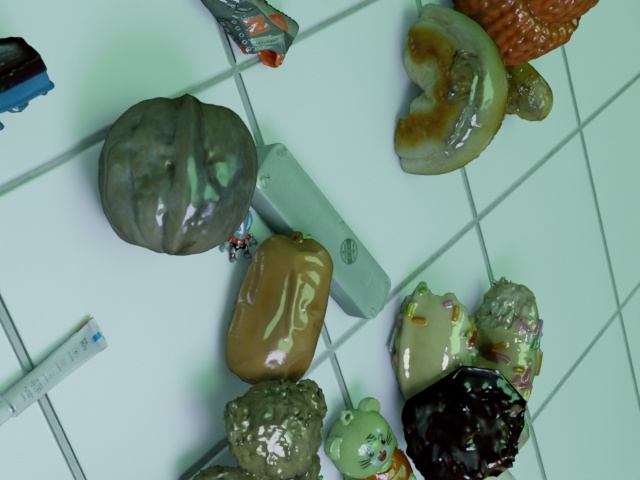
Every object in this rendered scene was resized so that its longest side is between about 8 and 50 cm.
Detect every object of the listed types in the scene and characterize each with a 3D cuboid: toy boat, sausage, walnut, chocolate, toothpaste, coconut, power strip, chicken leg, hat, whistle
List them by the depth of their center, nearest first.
[{"bbox_3d":[-0.411,-0.159,1.098,0.223,0.100,0.097,-30,148,-38],"label":"toy boat"},{"bbox_3d":[-0.343,0.168,1.216,0.190,0.031,0.048,-43,118,-42],"label":"toothpaste"},{"bbox_3d":[-0.185,-0.088,1.267,0.224,0.224,0.224,-1,92,-48],"label":"walnut"},{"bbox_3d":[-0.059,0.104,1.460,0.136,0.120,0.241,29,74,-44],"label":"sausage"},{"bbox_3d":[0.000,0.000,1.569,0.385,0.062,0.091,50,55,-35],"label":"power strip"},{"bbox_3d":[0.252,0.363,1.637,0.206,0.224,0.177,47,21,-21],"label":"chocolate"},{"bbox_3d":[0.095,0.391,1.649,0.131,0.106,0.289,-44,122,-29],"label":"whistle"},{"bbox_3d":[0.457,-0.513,1.806,0.285,0.400,0.285,22,59,-44],"label":"hat"},{"bbox_3d":[0.398,-0.333,1.996,0.207,0.101,0.085,52,48,-9],"label":"chicken leg"},{"bbox_3d":[0.397,0.397,2.010,0.082,0.081,0.083,-44,146,3],"label":"coconut"}]

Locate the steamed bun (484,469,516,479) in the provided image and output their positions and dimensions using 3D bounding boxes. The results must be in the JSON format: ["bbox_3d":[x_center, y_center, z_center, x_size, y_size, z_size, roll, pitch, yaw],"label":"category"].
[{"bbox_3d":[0.276,0.521,1.836,0.177,0.130,0.228,51,56,-23],"label":"steamed bun"}]

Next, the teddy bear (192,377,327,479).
[{"bbox_3d":[-0.080,0.323,1.402,0.267,0.156,0.256,-7,104,-46],"label":"teddy bear"}]

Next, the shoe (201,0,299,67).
[{"bbox_3d":[-0.110,-0.320,1.437,0.194,0.074,0.077,21,80,-48],"label":"shoe"}]

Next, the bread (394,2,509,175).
[{"bbox_3d":[0.253,-0.275,1.748,0.171,0.192,0.314,2,89,-47],"label":"bread"}]

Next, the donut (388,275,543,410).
[{"bbox_3d":[0.287,0.226,1.826,0.371,0.150,0.308,0,94,-47],"label":"donut"}]

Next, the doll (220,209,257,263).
[{"bbox_3d":[-0.124,-0.024,1.449,0.057,0.039,0.114,-4,106,-6],"label":"doll"}]
